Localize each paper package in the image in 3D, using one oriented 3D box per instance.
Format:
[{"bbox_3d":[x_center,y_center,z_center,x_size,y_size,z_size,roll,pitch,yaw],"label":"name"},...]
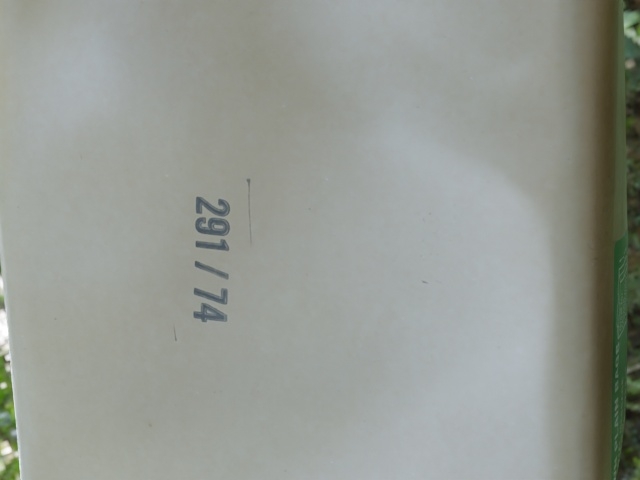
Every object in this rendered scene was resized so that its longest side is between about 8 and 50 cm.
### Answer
[{"bbox_3d":[0.000,0.000,0.589,0.168,0.309,0.325,-28,-62,-68],"label":"paper package"}]
